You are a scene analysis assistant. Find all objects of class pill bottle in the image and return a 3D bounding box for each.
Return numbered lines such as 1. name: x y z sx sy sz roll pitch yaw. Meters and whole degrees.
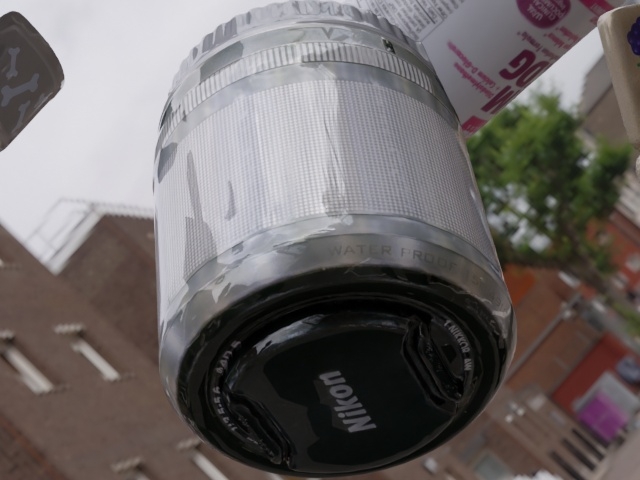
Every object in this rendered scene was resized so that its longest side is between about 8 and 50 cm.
1. pill bottle: 0.105 -0.173 1.144 0.283 0.160 0.160 -41 -10 21

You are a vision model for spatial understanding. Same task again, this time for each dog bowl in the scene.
1. dog bowl: -0.456 -0.213 1.461 0.349 0.349 0.102 87 -153 -71

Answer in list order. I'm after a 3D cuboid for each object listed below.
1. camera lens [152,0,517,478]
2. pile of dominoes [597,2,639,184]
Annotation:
1. camera lens: 0.000 0.000 0.891 0.219 0.274 0.219 -5 -44 -5
2. pile of dominoes: 0.231 0.006 0.571 0.196 0.251 0.040 -16 0 -31
